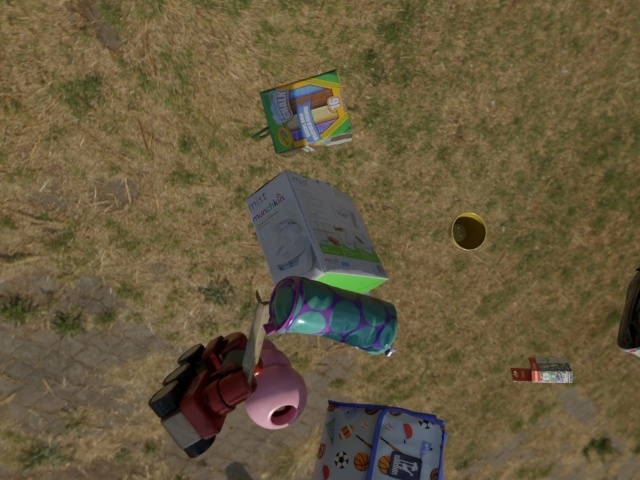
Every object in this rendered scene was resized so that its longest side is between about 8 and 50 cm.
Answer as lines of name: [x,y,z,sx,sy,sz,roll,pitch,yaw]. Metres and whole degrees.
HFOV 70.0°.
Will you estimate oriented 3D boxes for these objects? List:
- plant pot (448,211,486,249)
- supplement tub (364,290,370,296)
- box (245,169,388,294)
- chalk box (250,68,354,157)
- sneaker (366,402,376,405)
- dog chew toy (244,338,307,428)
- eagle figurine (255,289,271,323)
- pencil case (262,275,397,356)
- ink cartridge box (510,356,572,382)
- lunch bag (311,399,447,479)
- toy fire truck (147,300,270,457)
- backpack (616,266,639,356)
plant pot: [0.517,-0.030,1.659,0.134,0.095,0.135,1,87,-11]
supplement tub: [-0.003,0.160,1.529,0.206,0.338,0.208,-1,93,-29]
box: [0.000,0.000,0.965,0.126,0.231,0.261,-34,157,26]
chalk box: [-0.063,-0.351,1.331,0.288,0.180,0.179,-13,94,6]
sneaker: [0.156,0.776,1.925,0.232,0.115,0.091,-33,94,-11]
dog chew toy: [-0.175,0.461,1.540,0.206,0.332,0.207,-12,124,-19]
eagle figurine: [-0.144,0.265,1.841,0.298,0.225,0.226,-35,98,36]
pencil case: [0.017,0.087,0.511,0.151,0.064,0.070,21,110,-31]
ink cartridge box: [0.472,0.277,0.983,0.114,0.063,0.029,-5,101,18]
lunch bag: [0.180,0.680,1.387,0.385,0.328,0.239,-5,145,35]
toy fire truck: [-0.154,0.213,0.801,0.246,0.217,0.159,-31,100,8]
backpack: [0.856,0.189,1.115,0.254,0.191,0.225,-52,170,-22]
